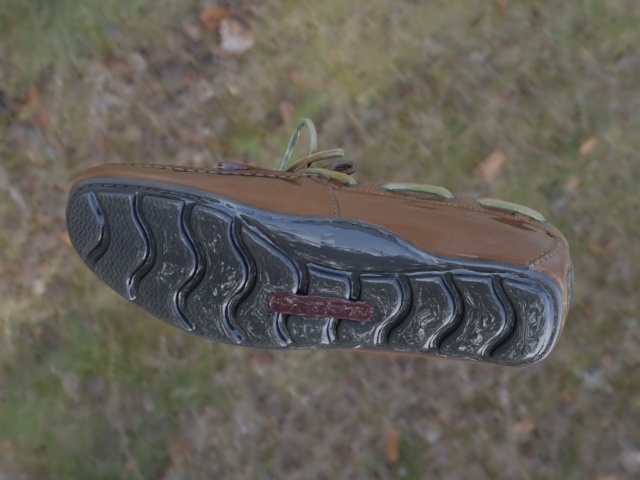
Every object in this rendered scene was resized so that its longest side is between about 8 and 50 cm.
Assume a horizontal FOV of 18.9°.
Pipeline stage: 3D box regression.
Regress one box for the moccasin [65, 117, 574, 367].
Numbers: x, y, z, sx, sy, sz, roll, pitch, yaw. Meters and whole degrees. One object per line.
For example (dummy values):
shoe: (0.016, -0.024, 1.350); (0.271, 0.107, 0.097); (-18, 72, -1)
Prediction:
moccasin: (0.000, -0.003, 1.444); (0.380, 0.147, 0.139); (3, 121, 6)
